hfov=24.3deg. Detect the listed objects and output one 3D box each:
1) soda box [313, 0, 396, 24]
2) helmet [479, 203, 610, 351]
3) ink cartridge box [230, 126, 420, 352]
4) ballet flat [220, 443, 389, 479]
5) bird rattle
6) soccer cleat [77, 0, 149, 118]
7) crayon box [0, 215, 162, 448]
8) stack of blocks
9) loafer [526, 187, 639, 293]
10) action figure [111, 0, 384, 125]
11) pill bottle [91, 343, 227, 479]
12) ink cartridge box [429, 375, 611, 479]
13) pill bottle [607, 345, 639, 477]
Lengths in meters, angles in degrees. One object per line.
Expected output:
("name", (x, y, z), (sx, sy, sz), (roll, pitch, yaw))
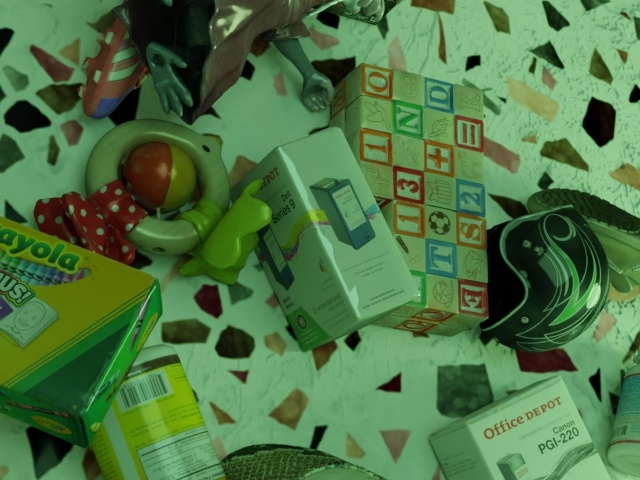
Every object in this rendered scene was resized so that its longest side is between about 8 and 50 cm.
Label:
("soda box", (0.009, -0.321, 1.843), (0.168, 0.060, 0.053), (10, 66, -24))
("helmet", (0.264, 0.050, 1.781), (0.169, 0.169, 0.162), (-14, 86, -30))
("ink cartridge box", (0.000, 0.000, 1.664), (0.093, 0.154, 0.212), (-20, 83, -30))
("ballet flat", (0.102, 0.348, 1.508), (0.482, 0.182, 0.164), (37, 65, 6))
("bird rattle", (-0.187, -0.038, 1.631), (0.253, 0.143, 0.207), (3, 58, -13))
("soccer cleat", (-0.200, -0.235, 1.696), (0.095, 0.083, 0.248), (28, 59, -21))
("crayon box", (-0.315, 0.071, 1.455), (0.278, 0.081, 0.165), (20, 60, 10))
("stack of blocks", (0.104, -0.047, 1.774), (0.171, 0.087, 0.297), (10, 68, -24))
("loafer", (0.380, 0.014, 1.889), (0.268, 0.092, 0.102), (20, 23, -5))
("action figure", (-0.074, -0.286, 1.689), (0.276, 0.248, 0.370), (48, 47, 8))
("pill bottle", (-0.166, 0.223, 1.518), (0.117, 0.117, 0.215), (-17, 80, -31))
("ink cartridge box", (0.248, 0.287, 1.723), (0.158, 0.092, 0.218), (-21, 80, -32))
("pill bottle", (0.413, 0.209, 1.839), (0.087, 0.087, 0.160), (27, 62, -16))
